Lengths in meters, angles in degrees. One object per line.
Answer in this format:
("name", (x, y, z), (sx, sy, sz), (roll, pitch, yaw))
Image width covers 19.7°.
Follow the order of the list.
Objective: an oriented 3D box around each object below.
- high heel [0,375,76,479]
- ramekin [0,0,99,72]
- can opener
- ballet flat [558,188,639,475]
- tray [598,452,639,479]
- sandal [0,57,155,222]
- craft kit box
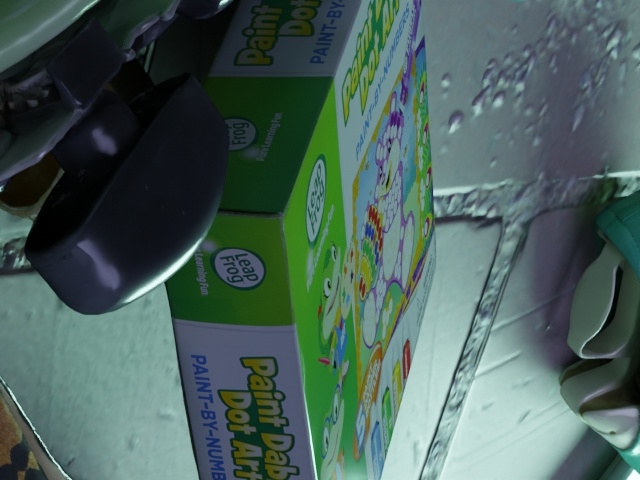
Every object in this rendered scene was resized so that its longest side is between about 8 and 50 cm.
("high heel", (-0.088, 0.116, 0.841), (0.261, 0.093, 0.186), (-6, 126, -38))
("ramekin", (-0.157, -0.193, 0.489), (0.303, 0.148, 0.303), (-30, 136, -33))
("can opener", (-0.047, -0.086, 0.651), (0.093, 0.074, 0.280), (52, 46, -24))
("ballet flat", (0.194, 0.068, 1.173), (0.087, 0.083, 0.247), (-13, 129, -14))
("tray", (0.268, 0.142, 1.342), (0.270, 0.030, 0.145), (-51, 145, -9))
("sandal", (-0.103, -0.044, 0.749), (0.079, 0.088, 0.240), (-19, 130, 1))
("craft kit box", (0.000, 0.000, 0.795), (0.250, 0.061, 0.247), (-72, 159, -46))
